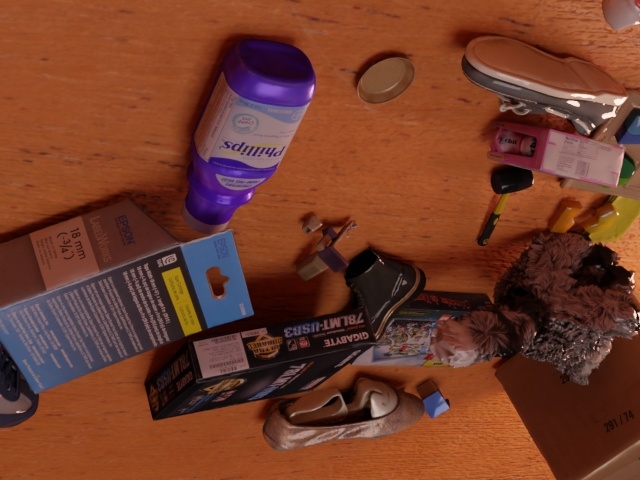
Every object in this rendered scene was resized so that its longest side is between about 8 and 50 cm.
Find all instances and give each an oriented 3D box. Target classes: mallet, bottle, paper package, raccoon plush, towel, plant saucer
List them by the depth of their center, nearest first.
[{"bbox_3d":[-0.104,-0.124,1.570,0.118,0.092,0.283,5,137,-27],"label":"bottle"},{"bbox_3d":[0.085,-0.215,1.638,0.083,0.015,0.083,-17,145,-12],"label":"plant saucer"},{"bbox_3d":[0.275,-0.049,1.967,0.062,0.039,0.189,-8,146,-26],"label":"mallet"},{"bbox_3d":[0.536,-0.076,2.105,0.102,0.021,0.237,0,139,-31],"label":"towel"},{"bbox_3d":[0.339,0.155,2.138,0.447,0.216,0.299,-9,147,-20],"label":"raccoon plush"},{"bbox_3d":[0.549,0.291,2.346,0.325,0.309,0.168,-40,144,18],"label":"paper package"}]

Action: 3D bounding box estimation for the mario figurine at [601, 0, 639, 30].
[{"bbox_3d":[0.477,-0.378,1.615,0.198,0.170,0.320,7,137,16],"label":"mario figurine"}]

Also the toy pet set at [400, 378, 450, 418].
[{"bbox_3d":[0.192,0.328,2.385,0.114,0.065,0.122,-32,146,10],"label":"toy pet set"}]

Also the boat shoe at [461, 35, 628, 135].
[{"bbox_3d":[0.300,-0.202,1.706,0.319,0.116,0.099,3,133,-43],"label":"boat shoe"}]

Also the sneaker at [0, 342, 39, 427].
[{"bbox_3d":[-0.471,0.171,1.706,0.131,0.112,0.319,-26,148,18],"label":"sneaker"}]

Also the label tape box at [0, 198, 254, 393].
[{"bbox_3d":[-0.277,0.063,1.692,0.334,0.106,0.240,-20,149,-8],"label":"label tape box"}]

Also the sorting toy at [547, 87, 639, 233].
[{"bbox_3d":[0.506,-0.108,1.996,0.229,0.041,0.307,5,136,-22],"label":"sorting toy"}]

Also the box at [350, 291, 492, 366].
[{"bbox_3d":[0.175,0.156,2.164,0.233,0.044,0.159,5,135,-37],"label":"box"}]

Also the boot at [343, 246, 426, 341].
[{"bbox_3d":[0.059,0.096,1.999,0.137,0.077,0.198,28,107,-45],"label":"boot"}]

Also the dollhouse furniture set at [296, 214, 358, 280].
[{"bbox_3d":[0.000,0.000,1.878,0.114,0.091,0.081,-33,-166,51],"label":"dollhouse furniture set"}]

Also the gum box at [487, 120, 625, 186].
[{"bbox_3d":[0.345,-0.128,1.824,0.188,0.107,0.062,9,95,-40],"label":"gum box"}]

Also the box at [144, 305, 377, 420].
[{"bbox_3d":[-0.100,0.198,1.942,0.293,0.073,0.295,-7,163,-24],"label":"box"}]

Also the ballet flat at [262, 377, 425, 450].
[{"bbox_3d":[0.051,0.307,2.241,0.316,0.107,0.106,-12,130,-20],"label":"ballet flat"}]
